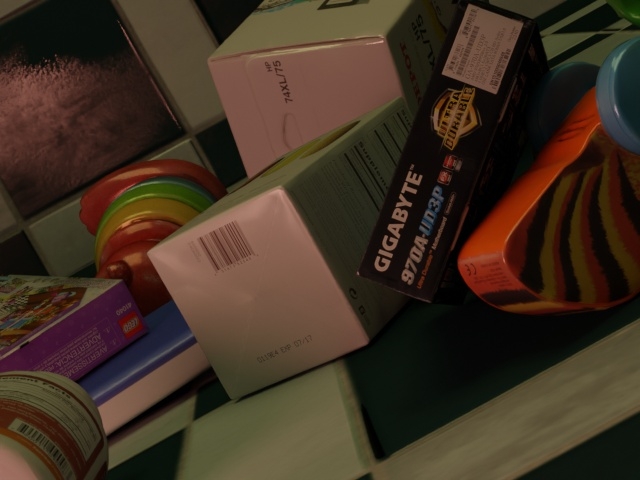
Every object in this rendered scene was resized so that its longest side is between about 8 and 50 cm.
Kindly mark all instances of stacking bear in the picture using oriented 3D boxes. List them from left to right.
[{"bbox_3d":[-0.180,0.025,1.802,0.164,0.175,0.289,-35,15,13],"label":"stacking bear"}]

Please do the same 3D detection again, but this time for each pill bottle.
[{"bbox_3d":[-0.206,0.155,1.085,0.121,0.121,0.216,-28,7,7],"label":"pill bottle"}]

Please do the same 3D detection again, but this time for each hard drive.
[{"bbox_3d":[-0.180,0.122,1.449,0.319,0.040,0.210,-33,10,-11],"label":"hard drive"}]

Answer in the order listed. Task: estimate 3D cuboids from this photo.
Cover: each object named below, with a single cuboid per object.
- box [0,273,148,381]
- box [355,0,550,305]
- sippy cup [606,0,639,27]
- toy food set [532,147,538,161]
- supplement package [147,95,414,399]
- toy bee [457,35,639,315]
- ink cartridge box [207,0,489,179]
[{"bbox_3d":[-0.309,0.107,1.516,0.201,0.057,0.293,-34,17,-27],"label":"box"},{"bbox_3d":[0.090,-0.048,1.045,0.220,0.051,0.175,12,-81,-80],"label":"box"},{"bbox_3d":[0.330,-0.246,1.113,0.306,0.224,0.240,-14,24,0],"label":"sippy cup"},{"bbox_3d":[0.245,-0.068,1.154,0.218,0.071,0.128,-36,34,-31],"label":"toy food set"},{"bbox_3d":[0.000,0.000,1.307,0.139,0.133,0.244,-25,8,30],"label":"supplement package"},{"bbox_3d":[0.216,-0.062,0.979,0.298,0.162,0.195,-54,16,1],"label":"toy bee"},{"bbox_3d":[0.048,-0.166,1.684,0.197,0.198,0.270,-4,30,27],"label":"ink cartridge box"}]
